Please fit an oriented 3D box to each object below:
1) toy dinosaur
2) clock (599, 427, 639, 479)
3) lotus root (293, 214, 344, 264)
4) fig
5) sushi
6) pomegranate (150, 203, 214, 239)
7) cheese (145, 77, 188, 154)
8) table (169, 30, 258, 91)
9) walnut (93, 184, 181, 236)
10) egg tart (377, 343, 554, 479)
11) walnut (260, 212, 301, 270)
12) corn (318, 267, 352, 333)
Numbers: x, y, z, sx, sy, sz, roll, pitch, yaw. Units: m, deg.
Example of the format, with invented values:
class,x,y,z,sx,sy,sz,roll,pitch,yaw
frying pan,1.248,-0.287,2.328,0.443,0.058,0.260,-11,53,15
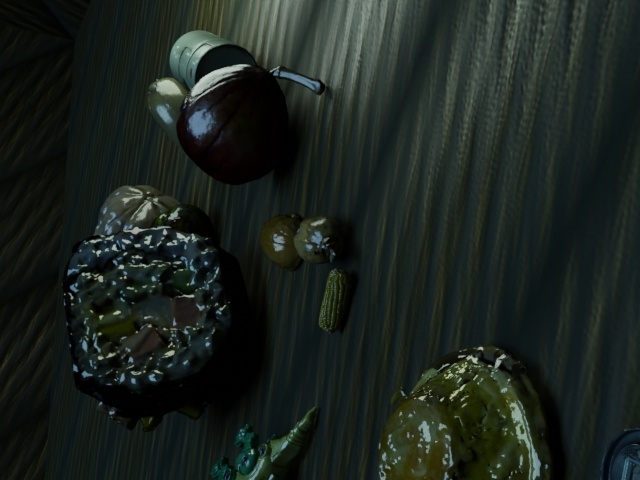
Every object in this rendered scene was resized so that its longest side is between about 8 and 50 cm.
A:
class,x,y,z,sx,sy,sz,roll,pitch,yaw
toy dinosaur,-0.082,0.334,1.427,0.259,0.094,0.153,-60,29,11
clock,0.262,0.195,0.783,0.085,0.017,0.085,-172,90,-66
lotus root,0.000,0.000,1.372,0.072,0.063,0.152,-52,20,0
fig,-0.124,-0.224,1.589,0.250,0.186,0.204,-57,15,30
sushi,-0.278,0.166,1.700,0.285,0.328,0.328,81,171,-57
pomegranate,-0.278,0.008,1.914,0.138,0.125,0.163,5,88,53
cheese,-0.257,-0.227,1.873,0.091,0.202,0.175,-43,22,-3
table,-0.208,-0.331,1.862,0.220,0.126,0.126,-137,58,-62
walnut,-0.385,-0.007,2.054,0.224,0.224,0.224,-172,90,-66
egg tart,0.132,0.218,0.966,0.241,0.105,0.241,-32,52,55
walnut,-0.067,0.001,1.533,0.121,0.052,0.091,-148,66,-66
corn,0.021,0.083,1.332,0.037,0.037,0.092,-141,63,-63
